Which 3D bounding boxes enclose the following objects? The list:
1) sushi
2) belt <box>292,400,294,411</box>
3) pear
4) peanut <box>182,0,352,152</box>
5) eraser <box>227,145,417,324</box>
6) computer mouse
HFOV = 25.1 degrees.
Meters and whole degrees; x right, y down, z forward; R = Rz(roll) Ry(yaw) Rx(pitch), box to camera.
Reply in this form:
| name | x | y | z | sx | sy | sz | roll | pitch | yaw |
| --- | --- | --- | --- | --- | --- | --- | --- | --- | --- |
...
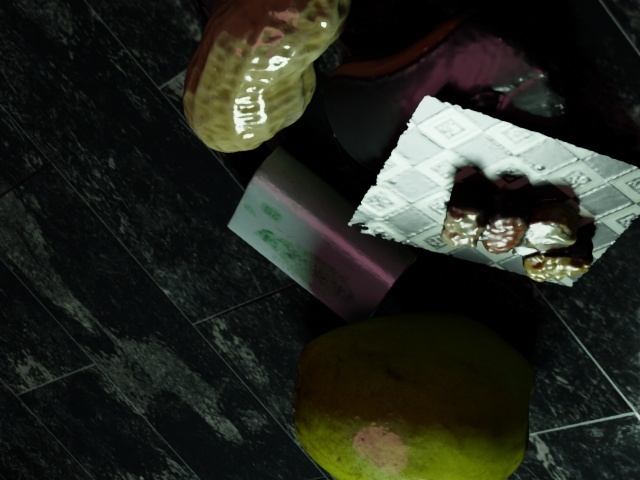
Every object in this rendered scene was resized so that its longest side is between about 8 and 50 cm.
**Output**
| name | x | y | z | sx | sy | sz | roll | pitch | yaw |
| --- | --- | --- | --- | --- | --- | --- | --- | --- | --- |
| sushi | 0.198 | -0.023 | 1.578 | 0.290 | 0.050 | 0.264 | 16 | 145 | -11 |
| belt | 0.036 | 0.216 | 2.005 | 0.163 | 0.147 | 0.082 | -33 | 102 | 24 |
| pear | 0.115 | 0.211 | 1.814 | 0.307 | 0.253 | 0.253 | 9 | 139 | 3 |
| peanut | -0.065 | -0.213 | 1.652 | 0.153 | 0.140 | 0.325 | 28 | 141 | -13 |
| eraser | 0.000 | 0.000 | 1.860 | 0.227 | 0.081 | 0.174 | 37 | 144 | 3 |
| computer mouse | 0.127 | -0.145 | 1.570 | 0.323 | 0.116 | 0.183 | -15 | 123 | 48 |
